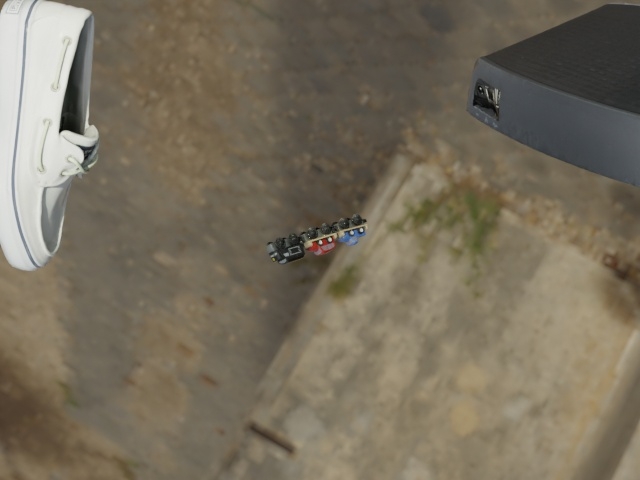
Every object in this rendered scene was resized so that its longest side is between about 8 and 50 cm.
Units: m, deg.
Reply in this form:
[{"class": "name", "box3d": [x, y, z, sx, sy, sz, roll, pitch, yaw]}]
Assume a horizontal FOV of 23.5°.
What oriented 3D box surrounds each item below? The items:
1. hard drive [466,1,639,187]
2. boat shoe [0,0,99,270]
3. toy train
[{"class": "hard drive", "box3d": [0.229, -0.114, 1.118, 0.255, 0.172, 0.054, 34, 145, 60]}, {"class": "boat shoe", "box3d": [-0.214, -0.079, 1.225, 0.076, 0.083, 0.226, 6, 113, 12]}, {"class": "toy train", "box3d": [0.000, 0.000, 1.888, 0.027, 0.158, 0.036, -27, 82, 51]}]
